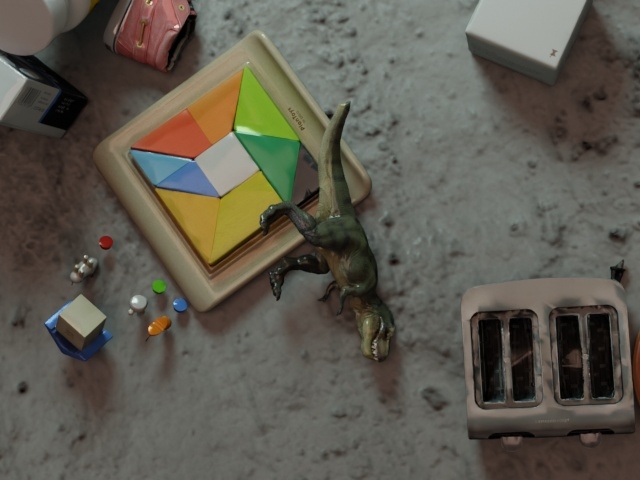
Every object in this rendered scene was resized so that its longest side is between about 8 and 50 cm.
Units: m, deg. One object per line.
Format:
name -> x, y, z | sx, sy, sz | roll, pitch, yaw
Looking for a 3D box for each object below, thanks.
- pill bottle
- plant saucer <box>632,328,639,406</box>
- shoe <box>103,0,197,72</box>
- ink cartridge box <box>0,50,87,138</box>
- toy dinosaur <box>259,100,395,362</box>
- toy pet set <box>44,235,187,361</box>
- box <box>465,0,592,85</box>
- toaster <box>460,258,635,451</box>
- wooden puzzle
pill bottle -> -0.273, -0.287, 1.327 | 0.119, 0.119, 0.208 | 13, 43, 14
plant saucer -> 0.401, 0.121, 1.244 | 0.200, 0.037, 0.200 | -12, 70, 37
shoe -> -0.163, -0.273, 1.393 | 0.081, 0.063, 0.178 | 26, 96, 9
ink cartridge box -> -0.415, -0.234, 1.376 | 0.333, 0.165, 0.065 | 36, 97, 9
toy dinosaur -> 0.000, 0.000, 1.328 | 0.118, 0.064, 0.268 | -13, 99, -6
toy pet set -> -0.229, 0.079, 1.390 | 0.122, 0.065, 0.114 | 41, 58, 7
box -> 0.214, -0.228, 1.311 | 0.101, 0.087, 0.102 | 25, 90, 10
toaster -> 0.225, 0.112, 1.275 | 0.168, 0.110, 0.185 | -3, 85, 8
wooden puzzle -> -0.099, -0.075, 1.375 | 0.239, 0.044, 0.221 | -37, 82, 5
